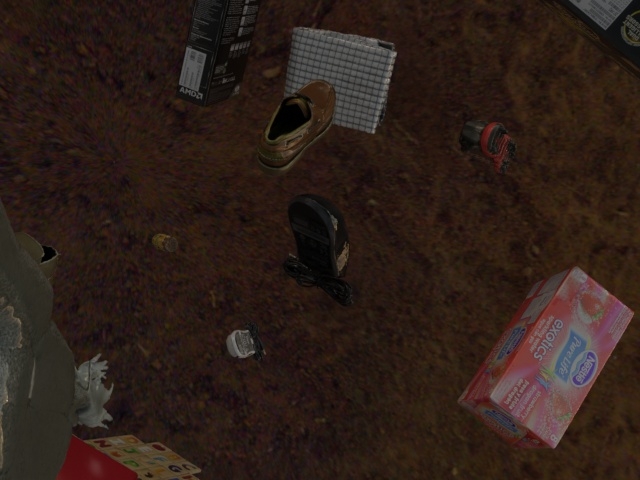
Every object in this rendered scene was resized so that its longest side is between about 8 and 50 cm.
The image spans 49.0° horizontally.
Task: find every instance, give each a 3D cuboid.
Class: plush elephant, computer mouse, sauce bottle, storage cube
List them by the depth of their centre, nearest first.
[{"bbox_3d":[-0.317,0.099,0.485,0.256,0.330,0.271,2,76,3],"label":"plush elephant"},{"bbox_3d":[-0.458,0.467,1.190,0.215,0.193,0.183,33,122,-8],"label":"storage cube"},{"bbox_3d":[0.000,0.000,1.427,0.072,0.188,0.272,-43,147,-31],"label":"computer mouse"},{"bbox_3d":[-0.193,0.253,1.734,0.042,0.193,0.106,-19,80,14],"label":"computer mouse"},{"bbox_3d":[-0.401,0.004,1.768,0.042,0.128,0.042,-4,97,-35],"label":"sauce bottle"}]

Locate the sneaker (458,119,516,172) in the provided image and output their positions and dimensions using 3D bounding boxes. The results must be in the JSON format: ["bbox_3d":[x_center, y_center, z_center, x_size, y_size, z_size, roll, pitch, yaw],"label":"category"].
[{"bbox_3d":[0.465,-0.268,1.970,0.276,0.135,0.097,26,87,-62],"label":"sneaker"}]

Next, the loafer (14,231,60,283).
[{"bbox_3d":[-0.418,0.021,0.905,0.094,0.251,0.087,27,85,6],"label":"loafer"}]

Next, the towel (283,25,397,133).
[{"bbox_3d":[0.054,-0.432,1.866,0.284,0.121,0.235,16,109,14],"label":"towel"}]

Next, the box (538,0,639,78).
[{"bbox_3d":[0.524,-0.329,1.150,0.395,0.318,0.097,34,114,-10],"label":"box"}]

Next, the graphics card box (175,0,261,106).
[{"bbox_3d":[-0.247,-0.540,1.789,0.094,0.233,0.370,20,115,9],"label":"graphics card box"}]

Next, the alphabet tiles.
[{"bbox_3d":[-0.479,0.590,1.855,0.342,0.285,0.011,20,91,-62],"label":"alphabet tiles"}]

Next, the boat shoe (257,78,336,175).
[{"bbox_3d":[-0.041,-0.279,1.584,0.111,0.104,0.307,20,54,11],"label":"boat shoe"}]

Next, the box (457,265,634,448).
[{"bbox_3d":[0.404,0.212,1.264,0.142,0.154,0.300,39,70,2],"label":"box"}]
